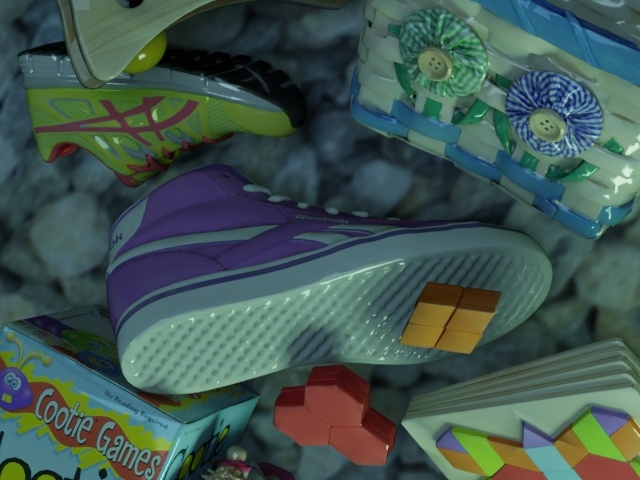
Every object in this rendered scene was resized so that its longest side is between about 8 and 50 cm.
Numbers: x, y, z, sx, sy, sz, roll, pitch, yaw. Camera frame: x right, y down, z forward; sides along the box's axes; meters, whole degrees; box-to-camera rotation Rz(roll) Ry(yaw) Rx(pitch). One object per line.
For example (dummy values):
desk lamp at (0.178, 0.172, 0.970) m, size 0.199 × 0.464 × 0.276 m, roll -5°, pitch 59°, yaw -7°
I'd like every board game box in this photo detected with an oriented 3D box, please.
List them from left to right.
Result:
board game box at (-0.177, 0.200, 1.221) m, size 0.142 × 0.144 × 0.275 m, roll 28°, pitch 101°, yaw 15°

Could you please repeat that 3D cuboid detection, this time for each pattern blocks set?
pattern blocks set at (0.146, 0.129, 1.076) m, size 0.285 × 0.026 × 0.325 m, roll 40°, pitch 140°, yaw -16°

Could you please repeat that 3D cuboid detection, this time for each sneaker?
sneaker at (-0.106, -0.080, 1.222) m, size 0.208 × 0.081 × 0.094 m, roll 8°, pitch 104°, yaw 23°
sneaker at (0.000, -0.001, 1.176) m, size 0.282 × 0.161 × 0.102 m, roll -6°, pitch 132°, yaw -9°

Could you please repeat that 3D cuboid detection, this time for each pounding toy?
pounding toy at (-0.058, -0.193, 1.175) m, size 0.269 × 0.155 × 0.154 m, roll -39°, pitch 98°, yaw -11°

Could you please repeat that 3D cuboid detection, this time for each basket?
basket at (0.159, -0.163, 1.053) m, size 0.254 × 0.201 × 0.289 m, roll 28°, pitch 116°, yaw 15°

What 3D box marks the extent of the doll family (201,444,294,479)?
doll family at (-0.068, 0.269, 1.180) m, size 0.118 × 0.163 × 0.263 m, roll 29°, pitch 101°, yaw 14°
